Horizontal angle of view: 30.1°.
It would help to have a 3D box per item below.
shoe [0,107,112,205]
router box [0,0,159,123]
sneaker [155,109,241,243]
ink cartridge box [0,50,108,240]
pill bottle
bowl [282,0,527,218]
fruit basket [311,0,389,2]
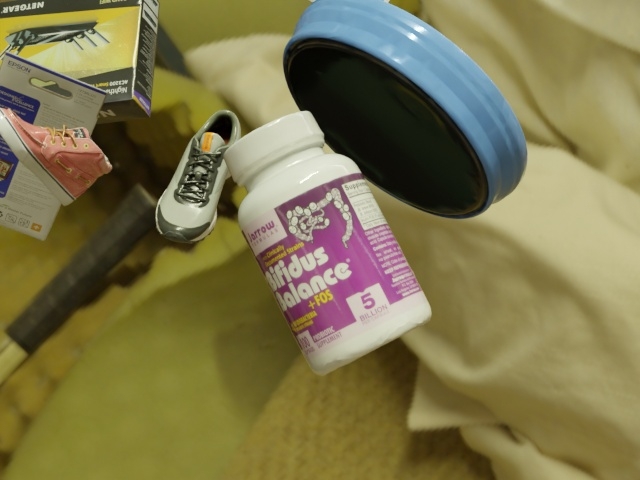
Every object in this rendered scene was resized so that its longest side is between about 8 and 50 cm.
[{"bbox_3d":[-0.318,-0.116,1.414,0.081,0.178,0.063,-37,54,-3],"label":"shoe"},{"bbox_3d":[-0.457,-0.332,2.181,0.309,0.081,0.243,-5,69,15],"label":"router box"},{"bbox_3d":[-0.199,-0.107,1.938,0.100,0.108,0.271,16,51,5],"label":"sneaker"},{"bbox_3d":[-0.497,-0.165,2.031,0.069,0.176,0.371,-84,21,-46],"label":"ink cartridge box"},{"bbox_3d":[0.000,0.000,1.471,0.169,0.301,0.169,-27,-6,-3],"label":"pill bottle"},{"bbox_3d":[0.109,-0.177,1.685,0.391,0.391,0.077,19,63,46],"label":"bowl"},{"bbox_3d":[0.019,-0.561,1.939,0.353,0.165,0.327,36,94,17],"label":"fruit basket"}]
